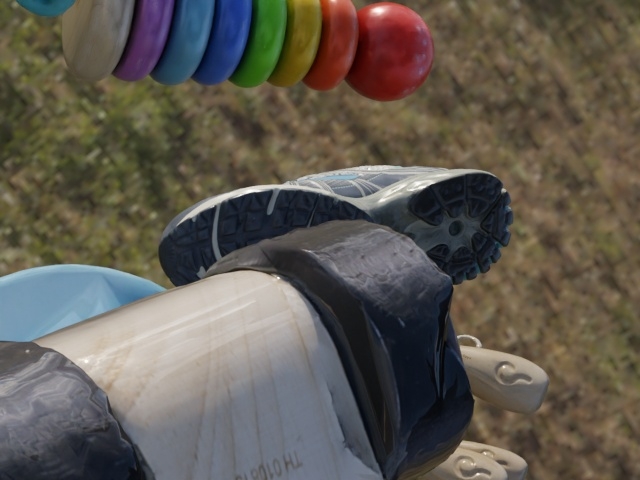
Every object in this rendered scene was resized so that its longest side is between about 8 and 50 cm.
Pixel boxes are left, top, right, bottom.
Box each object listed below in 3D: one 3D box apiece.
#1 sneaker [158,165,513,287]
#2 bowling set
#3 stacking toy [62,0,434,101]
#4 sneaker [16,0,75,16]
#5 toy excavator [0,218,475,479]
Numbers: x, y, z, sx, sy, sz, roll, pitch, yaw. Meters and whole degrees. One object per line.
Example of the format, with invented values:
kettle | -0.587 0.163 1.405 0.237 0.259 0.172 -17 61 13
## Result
sneaker | 0.000 0.000 1.256 0.283 0.122 0.110 -6 103 -30
bowling set | 0.109 0.251 1.649 0.200 0.154 0.287 84 30 -53
stacking toy | -0.051 -0.189 1.460 0.330 0.141 0.141 6 53 -22
sneaker | -0.195 -0.248 1.019 0.275 0.107 0.110 67 16 -56
toy excavator | -0.117 0.239 0.683 0.222 0.445 0.433 -23 94 -47
